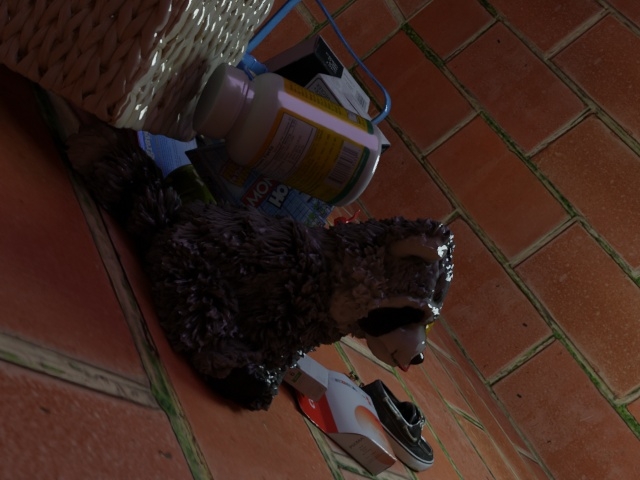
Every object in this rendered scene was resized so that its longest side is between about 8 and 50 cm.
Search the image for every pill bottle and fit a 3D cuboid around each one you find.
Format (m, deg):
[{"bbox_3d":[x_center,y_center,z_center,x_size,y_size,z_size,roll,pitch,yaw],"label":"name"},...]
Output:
[{"bbox_3d":[-0.041,-0.129,0.972,0.208,0.118,0.117,22,21,-24],"label":"pill bottle"}]

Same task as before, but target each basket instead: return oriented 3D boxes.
[{"bbox_3d":[-0.061,-0.230,1.321,0.255,0.289,0.201,58,19,15],"label":"basket"},{"bbox_3d":[-0.221,-0.308,0.922,0.266,0.331,0.328,33,7,3],"label":"basket"}]

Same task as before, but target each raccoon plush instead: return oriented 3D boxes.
[{"bbox_3d":[-0.055,-0.023,0.900,0.446,0.299,0.216,50,9,-7],"label":"raccoon plush"}]

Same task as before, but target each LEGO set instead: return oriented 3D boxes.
[{"bbox_3d":[0.072,0.256,1.355,0.054,0.023,0.083,49,-4,-31],"label":"LEGO set"}]

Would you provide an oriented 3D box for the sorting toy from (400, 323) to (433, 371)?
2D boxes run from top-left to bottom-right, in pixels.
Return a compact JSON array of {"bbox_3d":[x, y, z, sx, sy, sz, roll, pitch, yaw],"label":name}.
[{"bbox_3d":[0.198,0.175,1.967,0.127,0.126,0.365,49,10,-17],"label":"sorting toy"}]

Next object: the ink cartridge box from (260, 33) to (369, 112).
[{"bbox_3d":[-0.103,-0.257,1.600,0.176,0.371,0.069,46,43,-34],"label":"ink cartridge box"}]

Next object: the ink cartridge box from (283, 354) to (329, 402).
[{"bbox_3d":[-0.042,0.163,1.079,0.115,0.029,0.063,36,11,-6],"label":"ink cartridge box"}]

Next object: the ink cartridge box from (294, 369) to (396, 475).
[{"bbox_3d":[0.025,0.228,1.140,0.179,0.045,0.145,50,8,-30],"label":"ink cartridge box"}]

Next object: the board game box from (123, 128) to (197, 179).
[{"bbox_3d":[-0.239,-0.196,1.173,0.145,0.027,0.281,20,54,-62],"label":"board game box"}]

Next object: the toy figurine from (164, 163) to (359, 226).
[{"bbox_3d":[-0.046,0.024,1.166,0.362,0.191,0.217,38,21,-54],"label":"toy figurine"}]

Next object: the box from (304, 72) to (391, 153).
[{"bbox_3d":[-0.036,-0.144,1.477,0.169,0.290,0.087,53,24,13],"label":"box"}]

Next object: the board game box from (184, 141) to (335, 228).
[{"bbox_3d":[-0.069,-0.085,1.057,0.194,0.194,0.060,45,-16,-20],"label":"board game box"}]

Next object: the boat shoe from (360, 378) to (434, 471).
[{"bbox_3d":[0.134,0.300,1.307,0.219,0.070,0.078,46,11,-35],"label":"boat shoe"}]

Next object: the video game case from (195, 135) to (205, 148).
[{"bbox_3d":[-0.234,-0.179,1.388,0.269,0.061,0.244,56,11,24],"label":"video game case"}]
